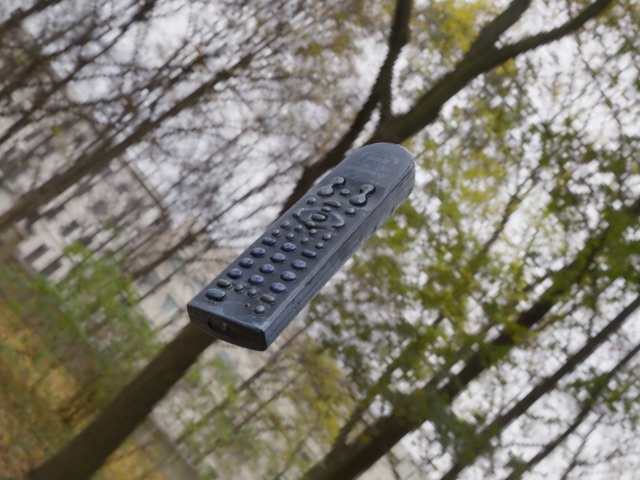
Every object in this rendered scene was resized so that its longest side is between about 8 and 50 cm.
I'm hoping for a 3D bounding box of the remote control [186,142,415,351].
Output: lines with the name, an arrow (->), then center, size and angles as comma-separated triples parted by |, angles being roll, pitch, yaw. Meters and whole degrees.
remote control -> 0.000, -0.001, 0.506 | 0.043, 0.152, 0.027 | 22, -46, 26
